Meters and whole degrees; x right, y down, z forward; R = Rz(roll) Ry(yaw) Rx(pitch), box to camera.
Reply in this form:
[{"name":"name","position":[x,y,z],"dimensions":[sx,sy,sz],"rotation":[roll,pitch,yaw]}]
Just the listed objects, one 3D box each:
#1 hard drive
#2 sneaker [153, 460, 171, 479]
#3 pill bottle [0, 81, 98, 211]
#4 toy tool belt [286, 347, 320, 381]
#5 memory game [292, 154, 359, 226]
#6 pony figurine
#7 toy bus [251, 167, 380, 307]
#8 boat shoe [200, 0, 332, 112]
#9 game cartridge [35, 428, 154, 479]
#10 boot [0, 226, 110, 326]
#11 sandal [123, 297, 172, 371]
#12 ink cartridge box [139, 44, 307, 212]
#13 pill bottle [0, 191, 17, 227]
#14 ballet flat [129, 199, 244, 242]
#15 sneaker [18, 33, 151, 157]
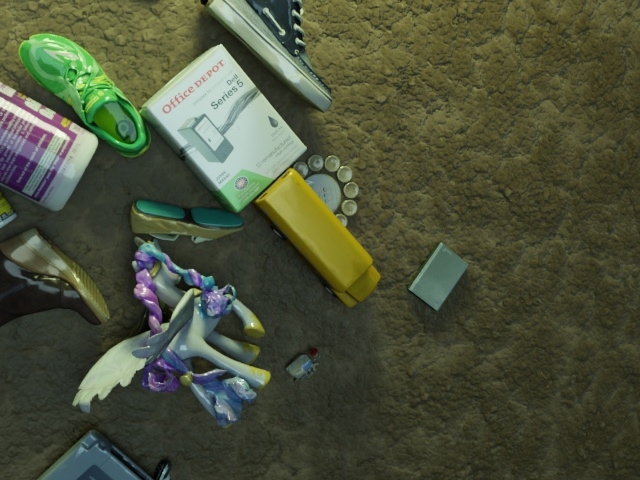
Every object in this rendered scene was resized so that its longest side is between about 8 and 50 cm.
[{"name":"hard drive","position":[0.274,0.084,1.821],"dimensions":[0.094,0.022,0.135],"rotation":[37,84,-20]},{"name":"sneaker","position":[-0.333,0.516,1.655],"dimensions":[0.044,0.040,0.109],"rotation":[16,100,-25]},{"name":"pill bottle","position":[-0.573,-0.190,1.408],"dimensions":[0.302,0.169,0.169],"rotation":[29,87,-21]},{"name":"toy tool belt","position":[-0.032,0.277,1.729],"dimensions":[0.083,0.052,0.051],"rotation":[-39,139,-8]},{"name":"memory game","position":[-0.002,-0.096,1.706],"dimensions":[0.186,0.012,0.186],"rotation":[-3,98,-19]},{"name":"pony figurine","position":[-0.269,0.192,1.501],"dimensions":[0.303,0.351,0.363],"rotation":[-34,113,31]},{"name":"toy bus","position":[0.000,0.000,1.643],"dimensions":[0.108,0.130,0.332],"rotation":[-44,109,-8]},{"name":"boat shoe","position":[-0.068,-0.424,1.577],"dimensions":[0.340,0.127,0.158],"rotation":[42,90,-19]},{"name":"game cartridge","position":[-0.431,0.547,1.594],"dimensions":[0.198,0.062,0.297],"rotation":[-41,105,5]},{"name":"boot","position":[-0.558,0.115,1.513],"dimensions":[0.207,0.090,0.248],"rotation":[-38,109,1]},{"name":"sandal","position":[-0.364,0.193,1.599],"dimensions":[0.072,0.049,0.180],"rotation":[36,70,-27]},{"name":"ink cartridge box","position":[-0.196,-0.222,1.566],"dimensions":[0.198,0.115,0.273],"rotation":[-44,108,-9]},{"name":"pill bottle","position":[-0.628,-0.076,1.458],"dimensions":[0.065,0.065,0.116],"rotation":[-35,107,-12]},{"name":"ballet flat","position":[-0.275,-0.032,1.596],"dimensions":[0.232,0.080,0.073],"rotation":[9,122,-18]},{"name":"sneaker","position":[-0.430,-0.278,1.471],"dimensions":[0.295,0.123,0.109],"rotation":[43,82,-18]}]
